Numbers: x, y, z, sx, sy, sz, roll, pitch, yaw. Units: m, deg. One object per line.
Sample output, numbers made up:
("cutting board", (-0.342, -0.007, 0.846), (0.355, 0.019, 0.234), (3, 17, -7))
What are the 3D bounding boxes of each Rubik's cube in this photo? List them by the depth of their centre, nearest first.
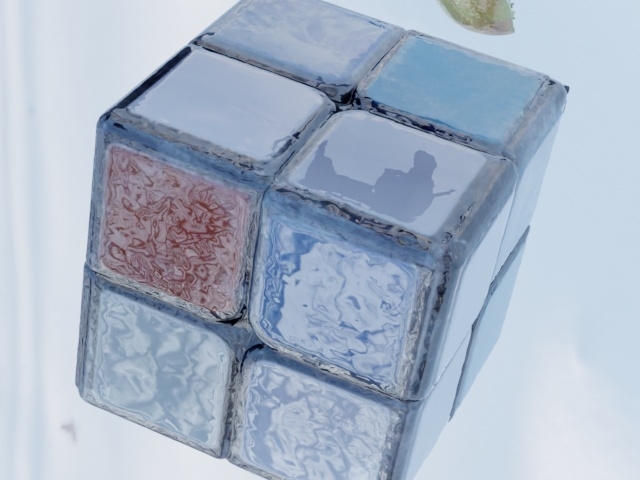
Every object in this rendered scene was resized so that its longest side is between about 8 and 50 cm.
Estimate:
("Rubik's cube", (0.000, 0.000, 1.352), (0.313, 0.318, 0.316), (22, 127, 14))

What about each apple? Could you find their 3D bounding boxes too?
("apple", (0.189, -0.408, 2.090), (0.193, 0.120, 0.265), (67, -168, -48))
